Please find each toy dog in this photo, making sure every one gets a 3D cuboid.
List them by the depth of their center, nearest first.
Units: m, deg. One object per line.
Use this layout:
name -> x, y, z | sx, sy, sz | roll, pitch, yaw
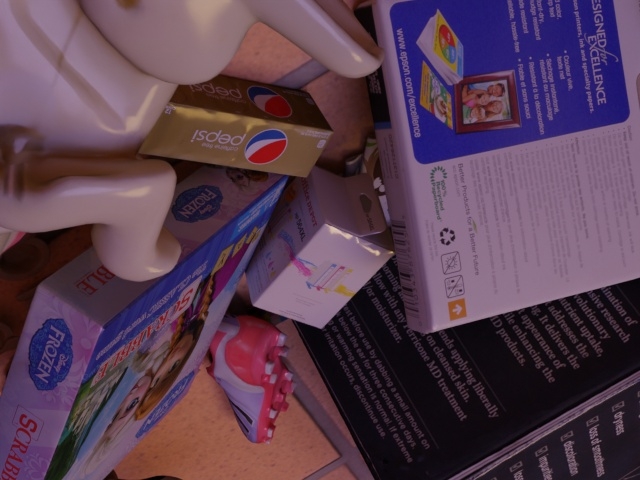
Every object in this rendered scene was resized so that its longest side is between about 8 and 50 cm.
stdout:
toy dog -> -0.223, -0.116, 0.785 | 0.408, 0.284, 0.395 | -42, 138, 17

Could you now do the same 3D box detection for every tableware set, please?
tableware set -> -0.299, 0.053, 1.124 | 0.141, 0.020, 0.168 | -29, 142, -2

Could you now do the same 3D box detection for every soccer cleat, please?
soccer cleat -> -0.084, 0.154, 1.344 | 0.248, 0.095, 0.083 | 91, 24, -60

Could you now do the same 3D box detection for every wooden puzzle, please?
wooden puzzle -> -0.054, 0.078, 1.323 | 0.083, 0.006, 0.049 | -27, 142, -4

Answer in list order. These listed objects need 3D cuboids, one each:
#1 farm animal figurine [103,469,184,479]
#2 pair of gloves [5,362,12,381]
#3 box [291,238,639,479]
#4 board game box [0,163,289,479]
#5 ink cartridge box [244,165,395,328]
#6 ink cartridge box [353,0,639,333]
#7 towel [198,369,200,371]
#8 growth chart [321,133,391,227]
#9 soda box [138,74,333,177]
farm animal figurine -> -0.256, 0.291, 1.283 | 0.327, 0.172, 0.330 | 4, 149, 24
pair of gloves -> -0.285, 0.136, 1.232 | 0.083, 0.010, 0.074 | 3, 129, -39
box -> 0.276, 0.167, 1.393 | 0.472, 0.297, 0.480 | -28, 145, -1
board game box -> -0.175, 0.100, 1.079 | 0.319, 0.066, 0.318 | -44, 165, -54
ink cartridge box -> 0.000, 0.000, 1.177 | 0.090, 0.092, 0.143 | 21, 126, -32
ink cartridge box -> 0.202, -0.095, 1.117 | 0.307, 0.072, 0.303 | -13, 96, -22
towel -> -0.181, 0.162, 1.330 | 0.083, 0.009, 0.060 | -44, 140, 15
growth chart -> 0.094, -0.069, 1.250 | 0.237, 0.021, 0.172 | -23, 140, -11
soda box -> -0.082, -0.106, 1.058 | 0.181, 0.061, 0.058 | 5, 130, -37
